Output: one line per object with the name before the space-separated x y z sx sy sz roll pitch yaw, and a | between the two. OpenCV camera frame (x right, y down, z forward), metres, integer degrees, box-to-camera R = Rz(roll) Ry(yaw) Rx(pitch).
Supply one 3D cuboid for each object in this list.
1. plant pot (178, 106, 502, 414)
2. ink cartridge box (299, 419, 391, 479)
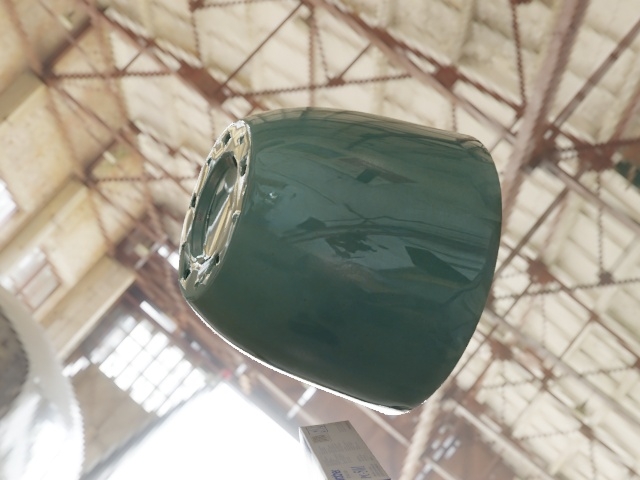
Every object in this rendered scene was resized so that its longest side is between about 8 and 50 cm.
plant pot | 0.000 0.000 1.269 0.235 0.293 0.293 18 -8 -21
ink cartridge box | 0.020 0.204 0.977 0.207 0.046 0.097 -157 -120 -83
